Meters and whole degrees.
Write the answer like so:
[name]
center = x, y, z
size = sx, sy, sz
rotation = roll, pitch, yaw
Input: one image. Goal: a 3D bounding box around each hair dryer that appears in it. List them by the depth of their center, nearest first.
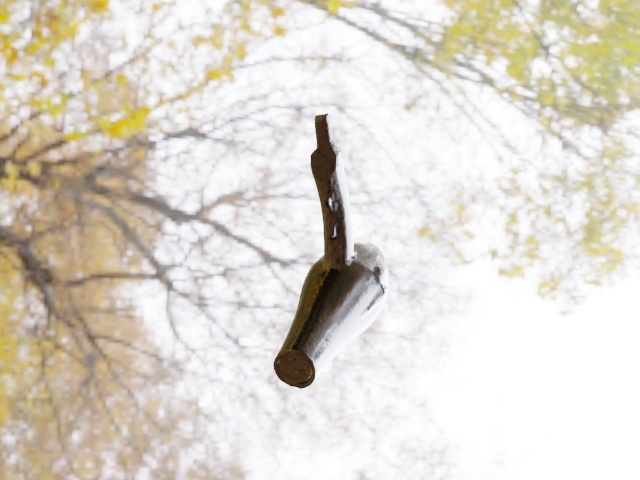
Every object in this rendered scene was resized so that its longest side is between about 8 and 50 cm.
[hair dryer]
center = 0.000, 0.000, 0.443
size = 0.031, 0.079, 0.083
rotation = -1, -65, 21
